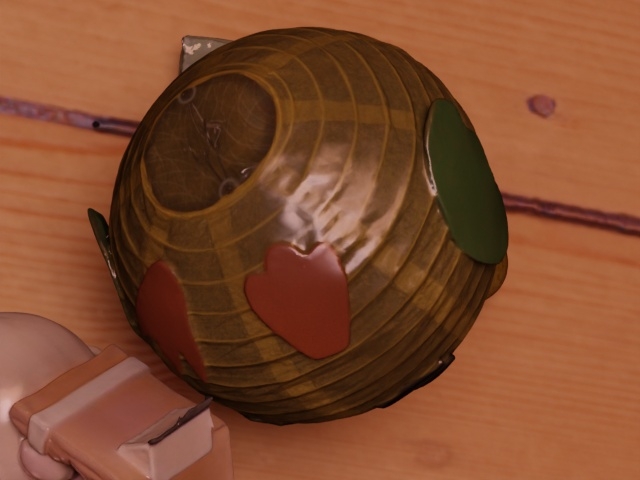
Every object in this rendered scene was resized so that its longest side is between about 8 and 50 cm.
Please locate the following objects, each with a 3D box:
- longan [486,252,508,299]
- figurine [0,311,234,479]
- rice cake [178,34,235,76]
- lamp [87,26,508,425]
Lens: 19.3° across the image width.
[{"bbox_3d":[0.097,0.022,1.331,0.075,0.075,0.083,-22,119,-23],"label":"longan"},{"bbox_3d":[-0.166,0.124,1.159,0.237,0.141,0.162,22,37,26],"label":"figurine"},{"bbox_3d":[-0.050,-0.033,1.312,0.127,0.043,0.237,9,69,-16],"label":"rice cake"},{"bbox_3d":[0.000,0.000,1.183,0.250,0.284,0.250,-13,61,25],"label":"lamp"}]
